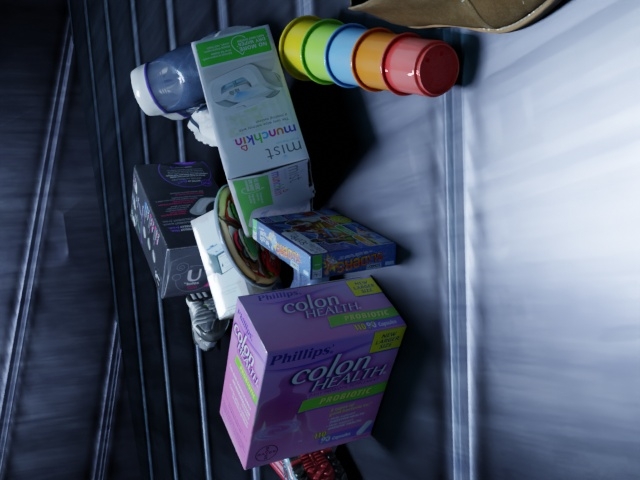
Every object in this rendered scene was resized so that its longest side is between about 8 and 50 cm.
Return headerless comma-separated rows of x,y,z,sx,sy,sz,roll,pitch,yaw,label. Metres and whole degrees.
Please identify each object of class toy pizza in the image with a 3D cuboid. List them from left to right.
-0.120,-0.011,1.294,0.032,0.201,0.201,-22,73,21,toy pizza

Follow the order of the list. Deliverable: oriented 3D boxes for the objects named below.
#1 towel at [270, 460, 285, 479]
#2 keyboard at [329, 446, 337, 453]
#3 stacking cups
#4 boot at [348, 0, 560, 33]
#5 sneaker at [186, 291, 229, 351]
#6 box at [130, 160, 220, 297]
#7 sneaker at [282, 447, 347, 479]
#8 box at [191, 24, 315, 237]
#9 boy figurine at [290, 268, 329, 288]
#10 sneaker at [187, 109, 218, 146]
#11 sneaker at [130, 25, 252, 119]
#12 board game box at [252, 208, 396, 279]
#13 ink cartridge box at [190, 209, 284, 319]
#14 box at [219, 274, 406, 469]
-0.096,0.329,1.468,0.199,0.031,0.275,28,122,59,towel
-0.002,0.377,1.314,0.256,0.014,0.072,108,149,-41,keyboard
0.059,-0.231,0.947,0.316,0.096,0.096,33,126,53,stacking cups
0.132,-0.268,0.748,0.305,0.115,0.112,13,107,61,boot
-0.263,0.218,1.733,0.228,0.086,0.132,-131,35,-64,sneaker
-0.286,-0.029,1.528,0.270,0.165,0.143,59,145,40,box
-0.045,0.367,1.264,0.262,0.104,0.125,-116,29,-42,sneaker
-0.098,-0.160,1.144,0.262,0.127,0.231,91,164,-73,box
-0.032,0.149,1.221,0.177,0.092,0.285,33,122,57,boy figurine
-0.210,-0.250,1.487,0.235,0.090,0.095,39,116,51,sneaker
-0.196,-0.317,1.364,0.323,0.236,0.130,-71,-36,-74,sneaker
0.000,0.000,1.062,0.201,0.136,0.035,32,126,58,board game box
-0.146,0.041,1.338,0.082,0.139,0.190,-24,78,21,ink cartridge box
-0.018,0.191,1.062,0.117,0.213,0.243,54,142,45,box
